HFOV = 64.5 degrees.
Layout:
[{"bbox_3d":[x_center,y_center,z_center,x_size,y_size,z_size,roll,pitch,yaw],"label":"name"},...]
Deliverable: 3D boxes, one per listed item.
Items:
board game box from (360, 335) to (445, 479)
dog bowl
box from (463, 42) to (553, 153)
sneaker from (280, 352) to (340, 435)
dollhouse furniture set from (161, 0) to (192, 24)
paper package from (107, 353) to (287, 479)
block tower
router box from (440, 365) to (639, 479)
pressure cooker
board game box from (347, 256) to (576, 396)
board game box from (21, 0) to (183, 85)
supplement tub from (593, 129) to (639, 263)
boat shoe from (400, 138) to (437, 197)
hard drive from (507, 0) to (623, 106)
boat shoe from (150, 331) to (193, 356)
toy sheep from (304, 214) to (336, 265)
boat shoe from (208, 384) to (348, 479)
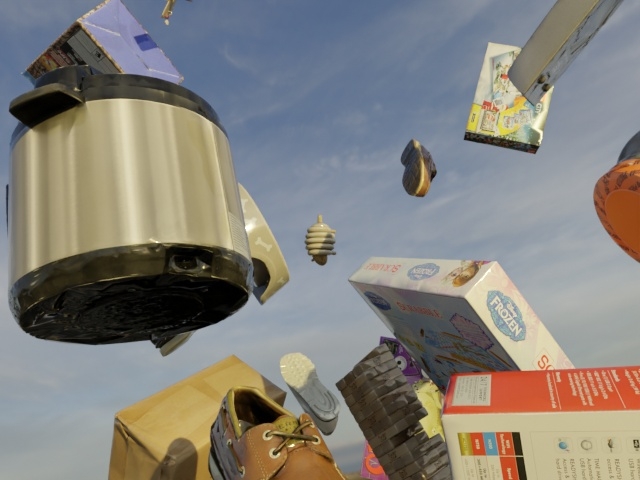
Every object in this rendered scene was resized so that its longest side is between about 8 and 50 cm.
[{"bbox_3d":[0.228,0.430,1.276,0.208,0.346,0.056,6,-18,14],"label":"board game box"},{"bbox_3d":[-0.197,0.000,1.353,0.102,0.348,0.349,-29,-20,-13],"label":"dog bowl"},{"bbox_3d":[0.426,-0.319,1.131,0.159,0.233,0.044,15,-13,12],"label":"box"},{"bbox_3d":[-0.036,0.385,1.285,0.090,0.235,0.094,-19,-47,-22],"label":"sneaker"},{"bbox_3d":[-0.362,-0.529,1.117,0.081,0.091,0.114,-52,-6,26],"label":"dollhouse furniture set"},{"bbox_3d":[-0.255,0.441,1.045,0.325,0.168,0.309,-17,-52,-55],"label":"paper package"},{"bbox_3d":[0.154,0.362,0.914,0.097,0.335,0.091,-10,-30,-42],"label":"block tower"},{"bbox_3d":[0.276,0.273,0.404,0.301,0.335,0.082,-8,6,21],"label":"router box"},{"bbox_3d":[-0.314,-0.066,0.858,0.376,0.420,0.370,0,-24,-30],"label":"pressure cooker"},{"bbox_3d":[0.220,0.161,0.750,0.066,0.318,0.319,-44,15,-17],"label":"board game box"},{"bbox_3d":[-0.526,-0.398,1.229,0.291,0.141,0.232,-13,-53,38],"label":"board game box"},{"bbox_3d":[0.515,-0.103,0.616,0.316,0.193,0.193,-34,-23,-5],"label":"supplement tub"},{"bbox_3d":[0.195,-0.136,0.969,0.060,0.178,0.064,24,-56,-11],"label":"boat shoe"},{"bbox_3d":[0.387,-0.329,0.765,0.254,0.054,0.172,-54,-19,23],"label":"hard drive"},{"bbox_3d":[-0.263,0.150,1.086,0.228,0.068,0.081,-38,-9,-33],"label":"boat shoe"},{"bbox_3d":[0.000,0.000,1.314,0.091,0.132,0.091,-5,-9,-1],"label":"toy sheep"},{"bbox_3d":[-0.046,0.236,0.532,0.111,0.104,0.307,5,-1,-35],"label":"boat shoe"}]
